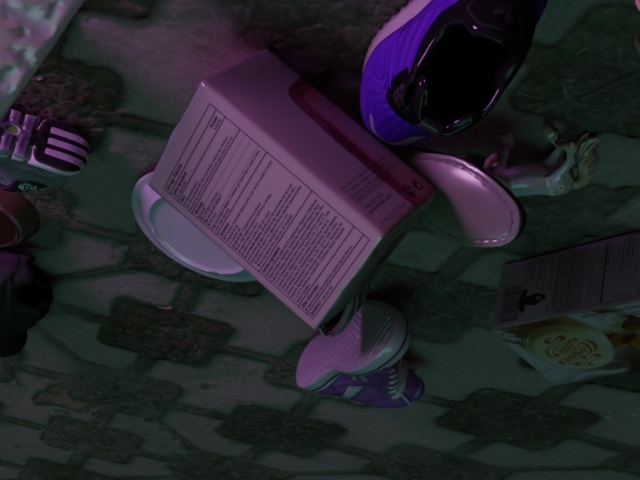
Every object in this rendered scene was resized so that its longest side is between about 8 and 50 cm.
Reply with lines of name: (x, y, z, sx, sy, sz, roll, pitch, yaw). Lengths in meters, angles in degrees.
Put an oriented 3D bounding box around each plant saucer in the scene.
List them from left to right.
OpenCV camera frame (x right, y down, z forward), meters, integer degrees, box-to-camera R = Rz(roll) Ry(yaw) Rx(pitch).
plant saucer: (-0.463, -0.037, 1.616, 0.169, 0.029, 0.168, 11, 149, 7)

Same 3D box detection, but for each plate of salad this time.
plate of salad: (-0.138, -0.022, 1.480, 0.200, 0.048, 0.199, 16, 142, 13)

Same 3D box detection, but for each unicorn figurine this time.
unicorn figurine: (0.204, -0.070, 1.242, 0.162, 0.060, 0.111, 7, 144, 18)

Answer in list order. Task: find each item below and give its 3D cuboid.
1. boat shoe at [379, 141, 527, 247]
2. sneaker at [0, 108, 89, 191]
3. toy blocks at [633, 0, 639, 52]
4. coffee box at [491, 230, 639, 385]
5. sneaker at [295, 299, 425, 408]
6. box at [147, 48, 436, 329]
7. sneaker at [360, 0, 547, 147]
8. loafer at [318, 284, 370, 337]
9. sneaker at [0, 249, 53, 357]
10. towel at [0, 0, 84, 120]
boat shoe: (0.122, -0.054, 1.234, 0.228, 0.081, 0.069, 26, -164, 36)
sneaker: (-0.397, -0.112, 1.417, 0.229, 0.086, 0.132, 24, 150, -16)
toy blocks: (0.326, -0.187, 1.007, 0.123, 0.054, 0.148, 5, 147, 17)
coffee box: (0.340, 0.077, 1.377, 0.247, 0.098, 0.141, -16, 137, 41)
sneaker: (0.091, 0.162, 1.633, 0.161, 0.102, 0.282, 21, 159, -16)
box: (-0.029, -0.053, 1.194, 0.232, 0.127, 0.148, 41, 128, 8)
sneaker: (0.102, -0.144, 1.085, 0.102, 0.146, 0.293, 22, 148, -11)
loafer: (0.000, 0.000, 1.391, 0.112, 0.111, 0.319, 4, 147, 18)
sneaker: (-0.452, 0.099, 1.761, 0.130, 0.109, 0.286, -2, 156, -4)
towel: (-0.353, -0.275, 1.015, 0.332, 0.053, 0.317, 31, 107, -25)
